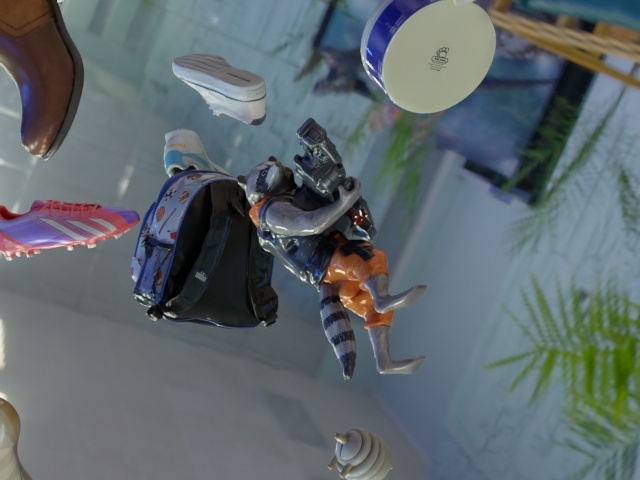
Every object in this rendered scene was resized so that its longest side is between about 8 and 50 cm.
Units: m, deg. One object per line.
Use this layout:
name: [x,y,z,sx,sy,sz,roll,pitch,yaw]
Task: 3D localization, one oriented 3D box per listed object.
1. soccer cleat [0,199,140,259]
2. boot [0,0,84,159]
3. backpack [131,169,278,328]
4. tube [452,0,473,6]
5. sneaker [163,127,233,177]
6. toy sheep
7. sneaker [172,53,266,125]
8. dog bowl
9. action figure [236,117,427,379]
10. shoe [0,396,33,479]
soccer cleat: [-0.421,-0.032,1.943,0.248,0.095,0.083,-11,-169,12]
boot: [-0.388,-0.226,1.226,0.280,0.264,0.096,5,177,-34]
backpack: [-0.195,0.008,2.094,0.276,0.263,0.213,10,-168,-45]
tube: [0.211,-0.535,2.153,0.240,0.062,0.070,61,-161,20]
sneaker: [-0.226,-0.108,2.215,0.087,0.092,0.229,-14,142,22]
toy sheep: [0.062,0.335,1.830,0.091,0.091,0.132,34,171,49]
sneaker: [-0.189,-0.273,2.149,0.094,0.091,0.258,-19,-148,-30]
dog bowl: [0.223,-0.398,2.429,0.265,0.265,0.104,17,-154,-36]
action figure: [0.000,0.000,1.536,0.330,0.178,0.341,48,174,29]
shoe: [-0.345,0.249,1.239,0.076,0.219,0.058,16,-137,13]
